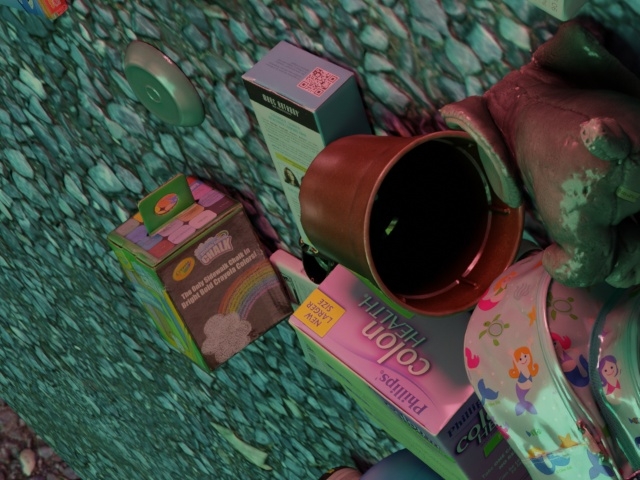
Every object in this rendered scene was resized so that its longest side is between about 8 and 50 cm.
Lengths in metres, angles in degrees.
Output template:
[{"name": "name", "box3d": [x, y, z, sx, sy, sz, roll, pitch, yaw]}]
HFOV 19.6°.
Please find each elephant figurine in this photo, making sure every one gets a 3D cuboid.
[{"name": "elephant figurine", "box3d": [0.175, -0.081, 1.433, 0.239, 0.169, 0.186, 48, 134, 38]}]

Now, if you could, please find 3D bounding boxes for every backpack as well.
[{"name": "backpack", "box3d": [0.249, 0.116, 1.533, 0.253, 0.225, 0.191, 52, 135, -3]}]

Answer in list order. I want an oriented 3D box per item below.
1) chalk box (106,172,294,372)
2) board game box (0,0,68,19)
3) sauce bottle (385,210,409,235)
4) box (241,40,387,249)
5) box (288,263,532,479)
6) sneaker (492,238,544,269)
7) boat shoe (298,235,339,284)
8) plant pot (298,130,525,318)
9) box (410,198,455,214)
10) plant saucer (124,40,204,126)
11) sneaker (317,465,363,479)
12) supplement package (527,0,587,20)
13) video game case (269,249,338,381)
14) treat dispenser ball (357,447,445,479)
[{"name": "chalk box", "box3d": [-0.149, 0.019, 2.144, 0.132, 0.132, 0.213, 29, 149, 55]}, {"name": "board game box", "box3d": [-0.389, -0.373, 2.055, 0.145, 0.027, 0.281, 23, 148, 46]}, {"name": "sauce bottle", "box3d": [0.098, 0.012, 1.847, 0.042, 0.042, 0.128, 22, 150, 45]}, {"name": "box", "box3d": [0.007, -0.077, 1.828, 0.100, 0.060, 0.244, 29, 152, 36]}, {"name": "box", "box3d": [0.116, 0.144, 1.850, 0.213, 0.117, 0.243, 37, 171, 36]}, {"name": "sneaker", "box3d": [0.244, 0.104, 1.700, 0.106, 0.078, 0.234, 13, 140, 56]}, {"name": "boat shoe", "box3d": [0.001, 0.001, 1.998, 0.049, 0.042, 0.133, 38, 155, 25]}, {"name": "plant pot", "box3d": [0.070, -0.027, 1.687, 0.167, 0.167, 0.165, 57, 161, -26]}, {"name": "box", "box3d": [0.130, -0.006, 1.788, 0.067, 0.018, 0.083, 14, 142, 52]}, {"name": "plant saucer", "box3d": [-0.178, -0.167, 2.048, 0.119, 0.021, 0.119, 37, 156, 20]}, {"name": "sneaker", "box3d": [0.113, 0.473, 2.478, 0.147, 0.145, 0.384, 13, 143, 53]}, {"name": "supplement package", "box3d": [0.127, -0.251, 1.261, 0.179, 0.105, 0.105, 34, 156, 26]}, {"name": "video game case", "box3d": [0.033, 0.115, 2.161, 0.183, 0.023, 0.201, 29, 151, 36]}, {"name": "treat dispenser ball", "box3d": [0.148, 0.360, 2.030, 0.288, 0.288, 0.288, 37, 156, 19]}]
